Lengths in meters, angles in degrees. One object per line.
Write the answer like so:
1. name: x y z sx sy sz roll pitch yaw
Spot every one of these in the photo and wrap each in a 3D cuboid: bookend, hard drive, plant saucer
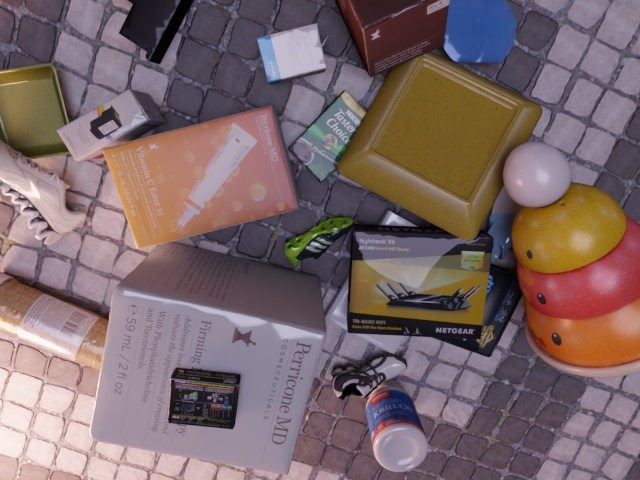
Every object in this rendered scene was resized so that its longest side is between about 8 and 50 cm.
1. bookend: -0.371 -0.476 0.987 0.156 0.072 0.157 31 102 -8
2. hard drive: 0.171 0.104 1.171 0.203 0.040 0.308 28 102 -9
3. plant saucer: -0.635 -0.273 1.044 0.188 0.045 0.189 -8 105 0
4. plant saucer: 0.250 -0.219 0.995 0.332 0.081 0.333 29 87 7

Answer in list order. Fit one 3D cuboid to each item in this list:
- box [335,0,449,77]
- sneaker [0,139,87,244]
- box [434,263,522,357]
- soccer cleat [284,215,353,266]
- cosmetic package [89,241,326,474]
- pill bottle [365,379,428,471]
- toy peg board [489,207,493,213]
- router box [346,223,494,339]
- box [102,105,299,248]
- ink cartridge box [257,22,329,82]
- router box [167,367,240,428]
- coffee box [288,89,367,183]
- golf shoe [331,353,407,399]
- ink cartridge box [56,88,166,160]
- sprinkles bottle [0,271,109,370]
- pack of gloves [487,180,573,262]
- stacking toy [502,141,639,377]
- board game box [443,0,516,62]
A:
1. box: 0.125 -0.466 0.919 0.168 0.167 0.203 -22 76 5
2. sneaker: -0.621 -0.130 1.031 0.118 0.110 0.292 -27 129 -4
3. box: 0.381 0.159 1.186 0.175 0.051 0.220 21 103 -6
4. soccer cleat: 0.000 0.000 1.136 0.178 0.060 0.072 -26 127 1
5. cosmetic package: -0.220 0.231 1.044 0.393 0.327 0.330 13 104 -6
6. pill bottle: 0.174 0.432 1.162 0.124 0.221 0.124 -1 105 -2
7. toy peg board: 0.418 -0.147 1.107 0.161 0.079 0.161 21 118 -7
8. router box: 0.219 0.093 1.101 0.308 0.081 0.243 2 104 1
9. box: -0.237 -0.139 1.029 0.345 0.168 0.215 -15 104 2
10. ink cartridge box: -0.049 -0.389 1.009 0.143 0.092 0.090 -12 105 2
11. router box: -0.210 0.285 0.870 0.122 0.038 0.092 8 104 -5
12. coffee box: 0.028 -0.232 1.079 0.184 0.040 0.113 -43 102 8
13. golf shoe: 0.125 0.347 1.197 0.198 0.094 0.077 -17 122 7
14. ink cartridge box: -0.434 -0.243 1.017 0.175 0.127 0.072 -28 101 4
15. sprinkles bottle: -0.627 0.194 1.126 0.355 0.121 0.121 26 102 -8
16. pack of gloves: 0.476 -0.033 1.097 0.194 0.046 0.232 -1 123 -10
17. stacking toy: 0.502 0.002 0.974 0.350 0.351 0.480 -36 109 7
18. board game box: 0.332 -0.446 1.032 0.168 0.033 0.133 -2 96 -5
